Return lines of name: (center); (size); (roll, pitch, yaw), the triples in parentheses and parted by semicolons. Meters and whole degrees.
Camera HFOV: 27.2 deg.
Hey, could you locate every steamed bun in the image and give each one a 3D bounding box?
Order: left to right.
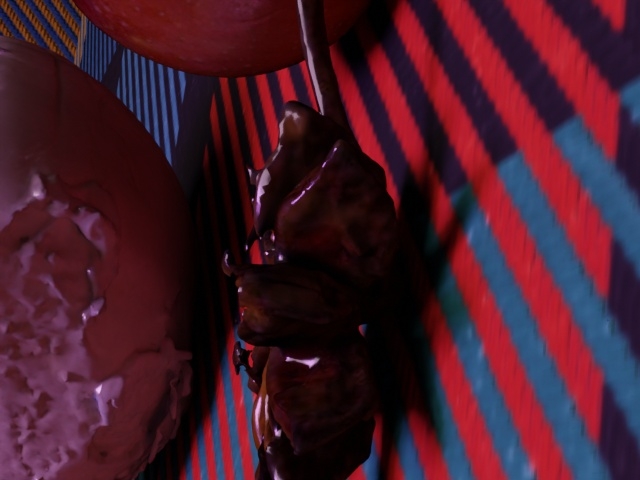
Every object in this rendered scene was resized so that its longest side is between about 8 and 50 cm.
steamed bun: (-0.202, 0.033, 0.930); (0.334, 0.233, 0.312); (-55, 25, 36)

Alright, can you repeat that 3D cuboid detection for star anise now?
star anise: (-0.002, -0.003, 0.524); (0.177, 0.073, 0.234); (-98, 7, -69)

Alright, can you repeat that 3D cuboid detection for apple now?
apple: (-0.042, -0.176, 0.662); (0.201, 0.162, 0.201); (-161, 90, -82)
